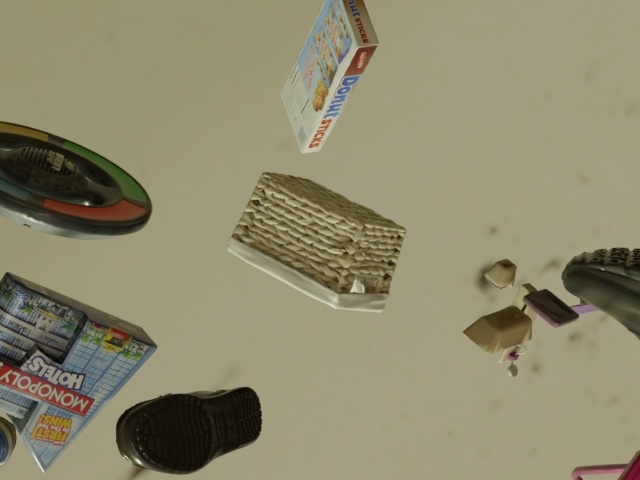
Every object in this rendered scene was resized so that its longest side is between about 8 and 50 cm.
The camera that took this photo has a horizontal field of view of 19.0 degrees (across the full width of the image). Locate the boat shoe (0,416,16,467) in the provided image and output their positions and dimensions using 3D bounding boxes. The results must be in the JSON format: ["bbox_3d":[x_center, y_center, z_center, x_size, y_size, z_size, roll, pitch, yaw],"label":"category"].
[{"bbox_3d":[-0.343,0.207,1.665,0.066,0.183,0.066,-21,-92,-81],"label":"boat shoe"}]

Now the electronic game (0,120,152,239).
[{"bbox_3d":[-0.278,-0.065,1.922,0.229,0.048,0.229,21,-162,-7],"label":"electronic game"}]

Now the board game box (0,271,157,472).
[{"bbox_3d":[-0.319,0.160,2.194,0.194,0.194,0.060,25,-171,-34],"label":"board game box"}]

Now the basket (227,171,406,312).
[{"bbox_3d":[0.000,0.000,2.143,0.167,0.103,0.113,28,-168,32],"label":"basket"}]

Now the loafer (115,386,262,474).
[{"bbox_3d":[-0.143,0.193,1.932,0.220,0.078,0.080,1,-97,-60],"label":"loafer"}]

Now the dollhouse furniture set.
[{"bbox_3d":[0.143,0.080,1.642,0.091,0.081,0.114,40,-147,27],"label":"dollhouse furniture set"}]

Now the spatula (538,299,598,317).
[{"bbox_3d":[0.278,0.044,1.964,0.296,0.084,0.030,-42,-62,-70],"label":"spatula"}]

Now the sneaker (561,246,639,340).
[{"bbox_3d":[0.318,0.099,1.541,0.286,0.130,0.109,27,-165,15],"label":"sneaker"}]

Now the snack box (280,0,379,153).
[{"bbox_3d":[0.005,-0.143,1.602,0.022,0.178,0.064,-10,-113,-21],"label":"snack box"}]

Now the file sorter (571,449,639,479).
[{"bbox_3d":[0.229,0.350,1.570,0.202,0.290,0.182,40,163,-6],"label":"file sorter"}]
